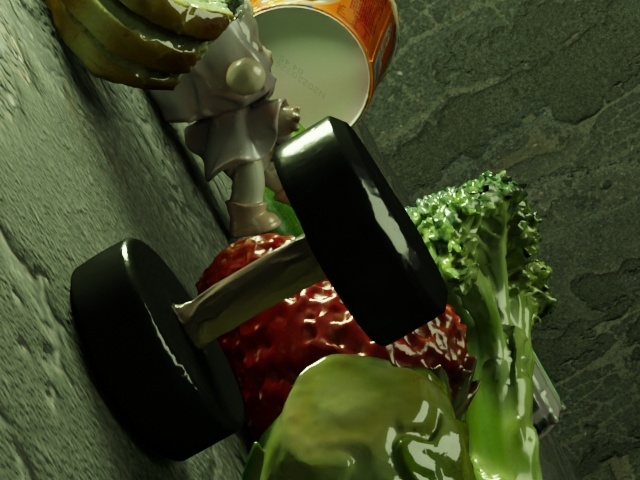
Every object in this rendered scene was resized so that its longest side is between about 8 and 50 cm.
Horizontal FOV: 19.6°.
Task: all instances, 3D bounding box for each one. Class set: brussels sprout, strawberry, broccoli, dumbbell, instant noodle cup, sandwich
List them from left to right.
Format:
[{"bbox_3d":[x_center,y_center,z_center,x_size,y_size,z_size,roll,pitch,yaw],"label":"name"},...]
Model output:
[{"bbox_3d":[-0.125,-0.235,1.691,0.288,0.100,0.254,6,40,-42],"label":"sandwich"},{"bbox_3d":[-0.042,0.033,1.233,0.152,0.218,0.152,58,7,-11],"label":"dumbbell"},{"bbox_3d":[-0.025,-0.236,2.318,0.250,0.250,0.192,58,15,-21],"label":"instant noodle cup"},{"bbox_3d":[0.002,0.093,1.510,0.244,0.205,0.205,42,0,21],"label":"strawberry"},{"bbox_3d":[0.026,0.179,1.194,0.161,0.223,0.223,23,3,9],"label":"brussels sprout"},{"bbox_3d":[0.197,0.125,2.237,0.353,0.274,0.397,-30,96,-56],"label":"broccoli"}]

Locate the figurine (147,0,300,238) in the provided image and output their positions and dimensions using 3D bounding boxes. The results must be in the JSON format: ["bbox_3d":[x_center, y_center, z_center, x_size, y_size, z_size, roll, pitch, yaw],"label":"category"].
[{"bbox_3d":[-0.097,-0.140,1.865,0.276,0.133,0.200,65,-5,-7],"label":"figurine"}]

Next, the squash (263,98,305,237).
[{"bbox_3d":[0.000,0.000,2.082,0.395,0.107,0.107,62,7,-4],"label":"squash"}]

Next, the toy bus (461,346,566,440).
[{"bbox_3d":[0.186,0.149,2.484,0.305,0.179,0.143,60,8,-8],"label":"toy bus"}]
